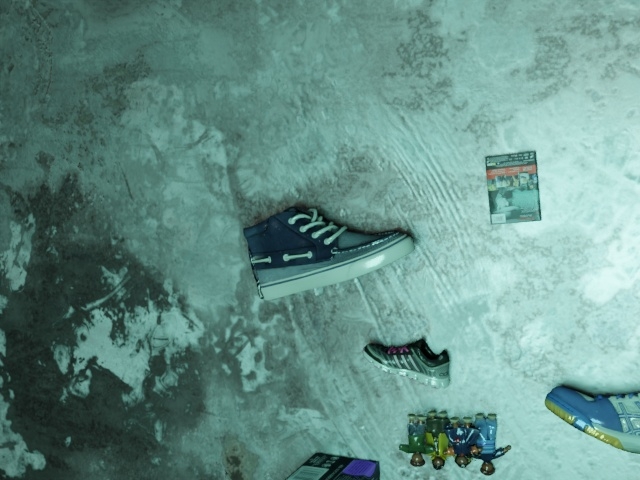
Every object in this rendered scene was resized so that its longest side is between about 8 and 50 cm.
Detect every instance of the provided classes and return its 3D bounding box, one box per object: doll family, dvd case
[{"bbox_3d":[0.242,0.370,1.245,0.192,0.076,0.112,-2,89,24],"label":"doll family"},{"bbox_3d":[0.332,-0.090,1.189,0.087,0.013,0.120,-5,91,27],"label":"dvd case"}]

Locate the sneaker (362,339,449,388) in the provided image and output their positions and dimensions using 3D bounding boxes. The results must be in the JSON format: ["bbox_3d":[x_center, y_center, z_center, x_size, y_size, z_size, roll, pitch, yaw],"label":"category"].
[{"bbox_3d":[0.163,0.212,1.275,0.170,0.063,0.075,17,102,19],"label":"sneaker"}]

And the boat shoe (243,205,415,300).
[{"bbox_3d":[0.000,0.000,1.297,0.340,0.127,0.158,-18,94,27],"label":"boat shoe"}]

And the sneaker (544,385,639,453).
[{"bbox_3d":[0.516,0.280,1.097,0.296,0.112,0.131,20,86,22],"label":"sneaker"}]

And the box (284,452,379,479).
[{"bbox_3d":[0.026,0.571,1.318,0.143,0.165,0.271,-1,94,26],"label":"box"}]
